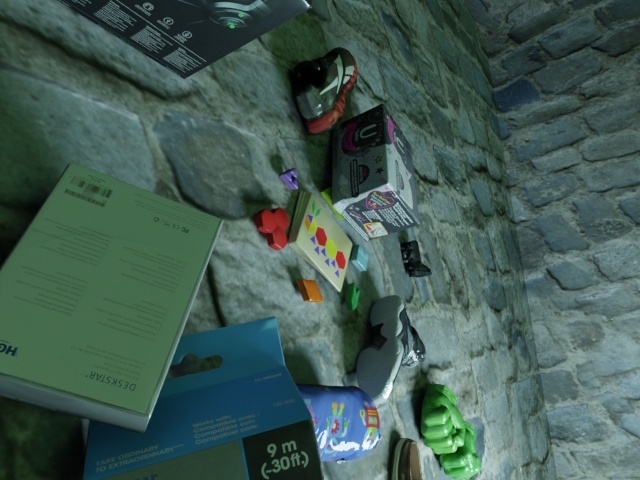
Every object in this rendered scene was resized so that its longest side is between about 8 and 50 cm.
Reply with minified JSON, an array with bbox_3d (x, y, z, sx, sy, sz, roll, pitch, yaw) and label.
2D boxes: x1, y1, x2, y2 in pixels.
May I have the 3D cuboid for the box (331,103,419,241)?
[{"bbox_3d":[0.123,-0.154,1.121,0.163,0.142,0.248,43,37,-42],"label":"box"}]

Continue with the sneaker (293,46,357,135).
[{"bbox_3d":[0.009,-0.364,1.096,0.135,0.097,0.276,51,42,-37],"label":"sneaker"}]

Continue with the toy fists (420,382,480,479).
[{"bbox_3d":[0.340,0.507,1.282,0.279,0.096,0.142,59,38,-28],"label":"toy fists"}]

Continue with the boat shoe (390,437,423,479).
[{"bbox_3d":[0.210,0.563,1.065,0.095,0.095,0.258,34,52,-46],"label":"boat shoe"}]

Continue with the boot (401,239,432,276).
[{"bbox_3d":[0.271,0.053,1.391,0.121,0.045,0.099,8,69,-54],"label":"boot"}]

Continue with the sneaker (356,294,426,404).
[{"bbox_3d":[0.168,0.263,1.103,0.153,0.101,0.269,51,38,-30],"label":"sneaker"}]

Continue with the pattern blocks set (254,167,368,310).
[{"bbox_3d":[0.000,0.000,1.016,0.325,0.026,0.286,56,38,-28],"label":"pattern blocks set"}]

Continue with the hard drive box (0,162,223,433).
[{"bbox_3d":[-0.228,0.057,0.523,0.180,0.089,0.232,21,54,-11],"label":"hard drive box"}]

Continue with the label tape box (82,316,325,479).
[{"bbox_3d":[-0.123,0.273,0.548,0.240,0.106,0.334,-10,85,-17],"label":"label tape box"}]

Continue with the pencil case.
[{"bbox_3d":[-0.020,0.299,0.796,0.306,0.119,0.133,24,67,-51],"label":"pencil case"}]

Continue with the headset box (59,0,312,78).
[{"bbox_3d":[-0.178,-0.375,0.652,0.246,0.282,0.132,21,62,-51],"label":"headset box"}]
